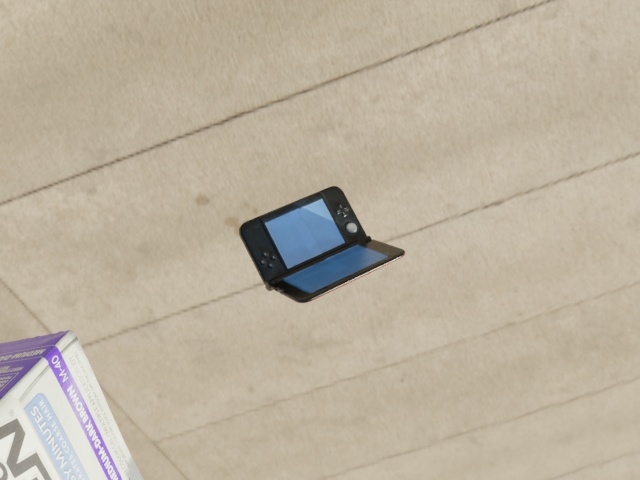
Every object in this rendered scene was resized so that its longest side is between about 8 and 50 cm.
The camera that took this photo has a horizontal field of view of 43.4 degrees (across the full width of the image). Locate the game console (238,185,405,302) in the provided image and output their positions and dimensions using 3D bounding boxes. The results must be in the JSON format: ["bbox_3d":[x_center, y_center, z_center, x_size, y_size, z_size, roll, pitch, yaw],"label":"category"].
[{"bbox_3d":[0.000,0.000,0.915,0.144,0.124,0.085,-24,171,-24],"label":"game console"}]

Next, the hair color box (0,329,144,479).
[{"bbox_3d":[-0.223,0.216,0.446,0.110,0.339,0.185,-11,111,20],"label":"hair color box"}]
